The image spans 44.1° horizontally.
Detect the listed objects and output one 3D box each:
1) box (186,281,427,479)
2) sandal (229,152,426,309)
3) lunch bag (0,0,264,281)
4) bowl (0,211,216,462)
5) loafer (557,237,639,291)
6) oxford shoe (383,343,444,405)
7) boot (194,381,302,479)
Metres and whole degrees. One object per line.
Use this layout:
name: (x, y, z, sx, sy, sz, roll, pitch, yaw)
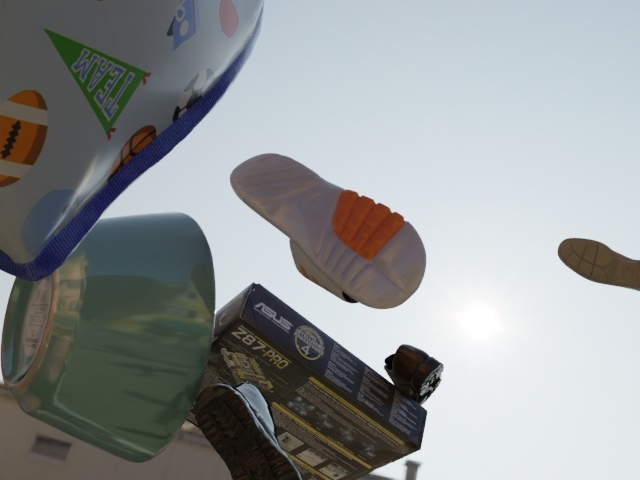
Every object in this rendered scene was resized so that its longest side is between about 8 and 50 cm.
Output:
box: (-0.065, 0.281, 1.379, 0.395, 0.097, 0.318, 38, -48, -16)
sandal: (0.008, -0.006, 0.822, 0.265, 0.102, 0.076, 39, -27, 36)
lunch bag: (-0.169, -0.235, 0.496, 0.238, 0.385, 0.328, 23, -37, 22)
bowl: (-0.272, 0.099, 0.944, 0.163, 0.312, 0.311, 16, -28, -34)
loafer: (0.324, 0.033, 0.875, 0.125, 0.045, 0.039, 19, -8, 20)
oxford shoe: (0.160, 0.238, 1.401, 0.096, 0.083, 0.227, 38, -23, 22)
boot: (-0.058, 0.245, 0.895, 0.076, 0.198, 0.137, -27, -8, 6)
